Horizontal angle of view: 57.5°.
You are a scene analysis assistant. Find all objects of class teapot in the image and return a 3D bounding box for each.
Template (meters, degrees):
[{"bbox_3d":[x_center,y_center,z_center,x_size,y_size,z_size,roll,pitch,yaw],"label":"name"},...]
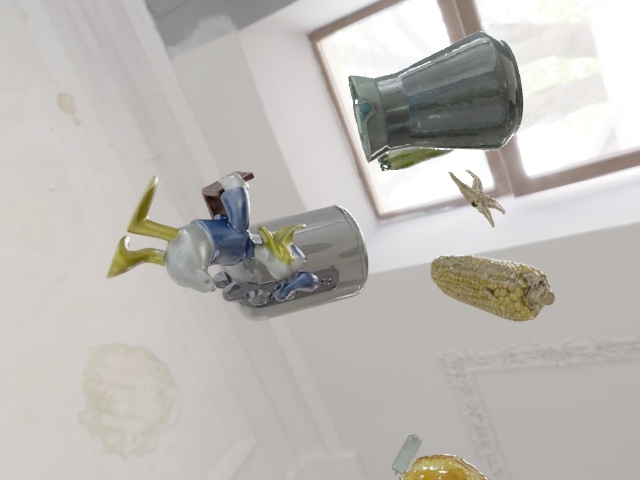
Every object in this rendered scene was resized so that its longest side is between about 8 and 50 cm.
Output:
[{"bbox_3d":[0.161,-0.202,0.868,0.203,0.225,0.171,-95,-7,-81],"label":"teapot"}]

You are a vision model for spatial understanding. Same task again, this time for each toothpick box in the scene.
[{"bbox_3d":[-0.072,0.058,1.226,0.316,0.229,0.229,-13,-90,-24],"label":"toothpick box"}]

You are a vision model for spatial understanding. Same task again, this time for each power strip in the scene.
[{"bbox_3d":[0.153,0.387,1.048,0.083,0.027,0.017,-49,-32,-30],"label":"power strip"}]

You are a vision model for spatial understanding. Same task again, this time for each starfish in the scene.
[{"bbox_3d":[0.526,-0.158,1.941,0.247,0.050,0.138,50,-138,-5],"label":"starfish"}]

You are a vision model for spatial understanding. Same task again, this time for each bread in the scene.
[{"bbox_3d":[0.224,0.454,0.915,0.143,0.139,0.229,-14,-108,-45],"label":"bread"}]

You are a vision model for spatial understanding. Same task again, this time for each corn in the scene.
[{"bbox_3d":[0.351,0.090,1.226,0.119,0.321,0.119,-6,-77,-27],"label":"corn"}]

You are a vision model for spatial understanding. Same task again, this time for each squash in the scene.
[{"bbox_3d":[0.208,-0.187,1.233,0.052,0.183,0.052,160,90,-87],"label":"squash"}]

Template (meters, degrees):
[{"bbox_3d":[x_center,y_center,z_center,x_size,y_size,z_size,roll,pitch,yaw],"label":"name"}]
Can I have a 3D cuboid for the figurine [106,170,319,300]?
[{"bbox_3d":[-0.156,0.006,1.028,0.338,0.205,0.284,27,-141,-11],"label":"figurine"}]
